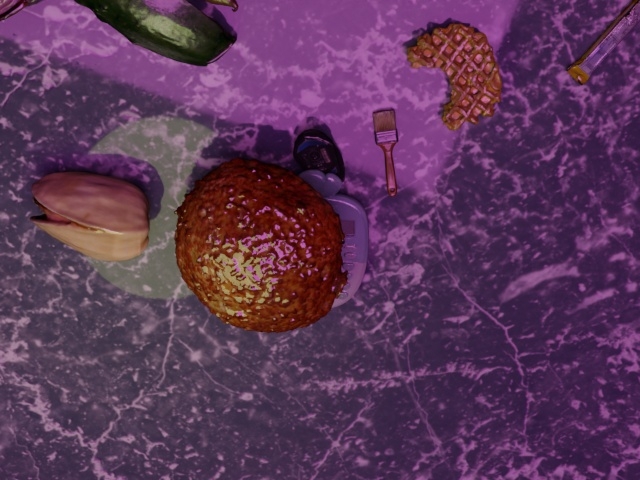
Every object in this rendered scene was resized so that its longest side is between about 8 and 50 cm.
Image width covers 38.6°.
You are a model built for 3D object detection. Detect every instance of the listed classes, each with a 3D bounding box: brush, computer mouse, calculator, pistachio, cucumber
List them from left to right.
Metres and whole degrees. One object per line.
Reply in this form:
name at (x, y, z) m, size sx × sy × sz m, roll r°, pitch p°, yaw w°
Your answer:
pistachio at (-0.415, -0.044, 1.652) m, size 0.230 × 0.157 × 0.157 m, roll 14°, pitch 111°, yaw 5°
cucumber at (-0.299, -0.397, 1.547) m, size 0.325 × 0.105 × 0.145 m, roll 34°, pitch 105°, yaw -17°
computer mouse at (0.000, -0.154, 1.682) m, size 0.079 × 0.047 × 0.135 m, roll -15°, pitch 126°, yaw 19°
calculator at (0.000, 0.000, 1.734) m, size 0.184 × 0.042 × 0.295 m, roll 2°, pitch 117°, yaw 3°
brush at (0.126, -0.161, 1.702) m, size 0.043 × 0.014 × 0.169 m, roll -7°, pitch 112°, yaw 2°

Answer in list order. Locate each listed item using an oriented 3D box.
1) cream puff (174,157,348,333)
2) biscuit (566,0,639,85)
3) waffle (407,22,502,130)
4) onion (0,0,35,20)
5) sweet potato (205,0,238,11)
cream puff at (-0.114, 0.021, 1.611) m, size 0.351 × 0.228 × 0.350 m, roll 10°, pitch 119°, yaw 18°
biscuit at (0.555, -0.398, 1.622) m, size 0.048 × 0.026 × 0.292 m, roll 36°, pitch 106°, yaw -19°
waffle at (0.243, -0.294, 1.636) m, size 0.149 × 0.051 × 0.194 m, roll -19°, pitch 116°, yaw 5°
onion at (-0.509, -0.483, 1.485) m, size 0.284 × 0.120 × 0.227 m, roll -19°, pitch 102°, yaw 14°
sweet potato at (-0.240, -0.473, 1.536) m, size 0.269 × 0.075 × 0.074 m, roll 35°, pitch 106°, yaw -2°
